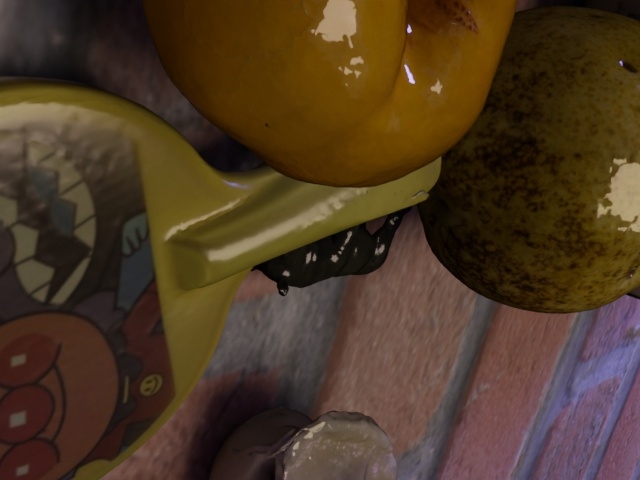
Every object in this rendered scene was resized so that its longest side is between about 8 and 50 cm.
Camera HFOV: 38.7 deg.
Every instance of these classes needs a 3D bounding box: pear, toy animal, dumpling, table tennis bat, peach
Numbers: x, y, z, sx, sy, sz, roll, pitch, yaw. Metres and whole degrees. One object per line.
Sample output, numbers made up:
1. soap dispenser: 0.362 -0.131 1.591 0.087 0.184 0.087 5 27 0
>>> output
1. pear: 0.143 -0.049 0.583 0.197 0.197 0.197 -30 134 -38
2. toy animal: 0.000 0.000 0.561 0.136 0.047 0.065 -9 127 -55
3. dumpling: -0.014 0.176 0.607 0.136 0.118 0.199 -16 146 -44
4. table tennis bat: -0.084 0.015 0.429 0.369 0.054 0.224 -25 130 -29
5. peach: 0.010 -0.108 0.370 0.179 0.103 0.179 -18 114 -45

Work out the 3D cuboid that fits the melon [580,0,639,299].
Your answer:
1. melon: 0.292 -0.099 0.712 0.223 0.223 0.316 -29 137 -39
